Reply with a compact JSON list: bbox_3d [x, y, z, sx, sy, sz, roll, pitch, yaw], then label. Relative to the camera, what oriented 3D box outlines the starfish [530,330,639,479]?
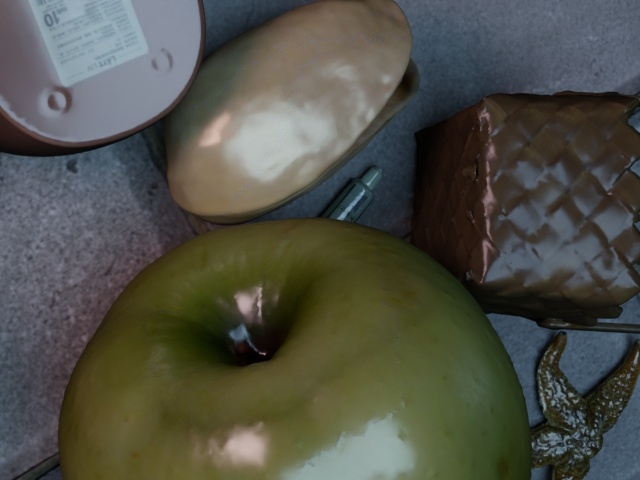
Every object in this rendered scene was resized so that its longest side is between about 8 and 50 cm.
[{"bbox_3d":[0.285,0.205,1.953,0.138,0.050,0.247,32,80,-24],"label":"starfish"}]

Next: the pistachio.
[{"bbox_3d":[-0.030,-0.130,1.676,0.299,0.187,0.187,-35,111,-11],"label":"pistachio"}]

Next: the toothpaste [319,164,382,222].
[{"bbox_3d":[0.000,0.000,1.800,0.049,0.031,0.204,41,85,-23],"label":"toothpaste"}]

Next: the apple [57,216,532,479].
[{"bbox_3d":[-0.017,0.210,1.615,0.474,0.473,0.473,-5,102,-22],"label":"apple"}]

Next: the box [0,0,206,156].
[{"bbox_3d":[-0.247,-0.221,1.555,0.301,0.216,0.301,-4,100,-22],"label":"box"}]

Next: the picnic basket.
[{"bbox_3d":[0.266,-0.030,1.756,0.321,0.291,0.254,2,85,-14],"label":"picnic basket"}]
